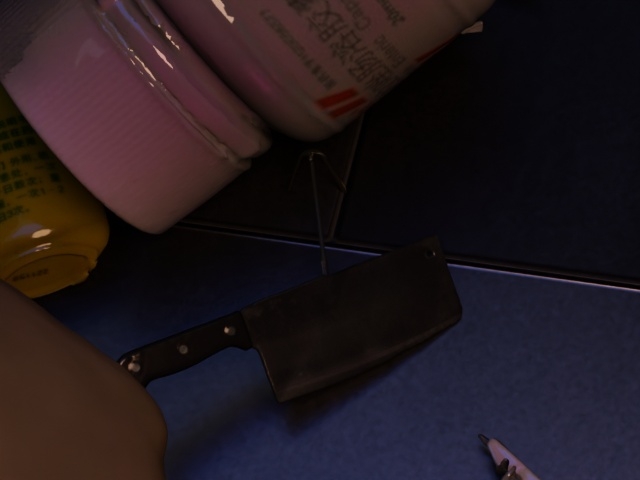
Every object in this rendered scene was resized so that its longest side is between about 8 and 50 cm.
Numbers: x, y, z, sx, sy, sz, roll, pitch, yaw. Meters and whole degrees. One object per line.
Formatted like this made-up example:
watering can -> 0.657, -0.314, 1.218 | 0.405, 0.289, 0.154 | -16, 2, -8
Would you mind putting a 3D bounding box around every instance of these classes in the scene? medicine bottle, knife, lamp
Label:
medicine bottle -> -0.057, -0.171, 1.205 | 0.302, 0.241, 0.241 | -38, 60, 9
knife -> -0.016, 0.066, 1.171 | 0.245, 0.019, 0.072 | -19, 91, -21
medicine bottle -> -0.242, -0.097, 1.310 | 0.111, 0.076, 0.309 | -19, 59, -6
lamp -> 0.000, 0.001, 1.230 | 0.041, 0.054, 0.121 | -8, 59, 3

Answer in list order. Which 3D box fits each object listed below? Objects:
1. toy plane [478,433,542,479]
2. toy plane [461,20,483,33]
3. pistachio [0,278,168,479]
toy plane -> 0.049, 0.229, 1.060 | 0.273, 0.107, 0.182 | -27, 66, -15
toy plane -> 0.073, -0.214, 1.339 | 0.171, 0.065, 0.162 | -9, 60, 5
pistachio -> -0.298, 0.154, 1.075 | 0.445, 0.281, 0.365 | 13, 48, 2
